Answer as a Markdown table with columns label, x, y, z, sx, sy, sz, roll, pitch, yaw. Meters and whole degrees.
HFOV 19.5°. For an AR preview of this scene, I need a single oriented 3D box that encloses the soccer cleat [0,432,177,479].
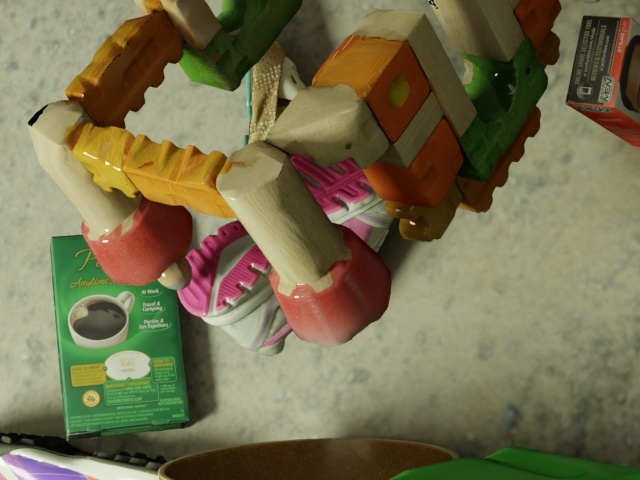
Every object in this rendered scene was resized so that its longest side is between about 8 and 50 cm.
| label | x | y | z | sx | sy | sz | roll | pitch | yaw |
| --- | --- | --- | --- | --- | --- | --- | --- | --- | --- |
| soccer cleat | -0.235 | 0.239 | 1.681 | 0.318 | 0.109 | 0.116 | 6 | 87 | 30 |

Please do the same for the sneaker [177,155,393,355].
| label | x | y | z | sx | sy | sz | roll | pitch | yaw |
| --- | --- | --- | --- | --- | --- | --- | --- | --- | --- |
| sneaker | 0.000 | 0.000 | 1.593 | 0.252 | 0.111 | 0.103 | -38 | 43 | -4 |

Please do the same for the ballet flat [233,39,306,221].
| label | x | y | z | sx | sy | sz | roll | pitch | yaw |
| --- | --- | --- | --- | --- | --- | --- | --- | --- | --- |
| ballet flat | -0.038 | -0.101 | 1.664 | 0.067 | 0.073 | 0.206 | 1 | 82 | 4 |

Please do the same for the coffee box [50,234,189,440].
| label | x | y | z | sx | sy | sz | roll | pitch | yaw |
| --- | --- | --- | --- | --- | --- | --- | --- | --- | --- |
| coffee box | -0.183 | 0.083 | 1.685 | 0.113 | 0.040 | 0.184 | -6 | 74 | -10 |

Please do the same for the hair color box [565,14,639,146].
| label | x | y | z | sx | sy | sz | roll | pitch | yaw |
| --- | --- | --- | --- | --- | --- | --- | --- | --- | --- |
| hair color box | 0.241 | -0.120 | 1.440 | 0.043 | 0.141 | 0.072 | 9 | 84 | 33 |

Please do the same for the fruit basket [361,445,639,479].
| label | x | y | z | sx | sy | sz | roll | pitch | yaw |
| --- | --- | --- | --- | --- | --- | --- | --- | --- | --- |
| fruit basket | 0.189 | 0.346 | 1.269 | 0.392 | 0.283 | 0.392 | 13 | 107 | 52 |

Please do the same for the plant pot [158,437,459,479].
| label | x | y | z | sx | sy | sz | roll | pitch | yaw |
| --- | --- | --- | --- | --- | --- | --- | --- | --- | --- |
| plant pot | -0.003 | 0.298 | 1.472 | 0.237 | 0.237 | 0.254 | 0 | 94 | 32 |

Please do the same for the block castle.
| label | x | y | z | sx | sy | sz | roll | pitch | yaw |
| --- | --- | --- | --- | --- | --- | --- | --- | --- | --- |
| block castle | 0.021 | -0.144 | 1.477 | 0.303 | 0.213 | 0.453 | 15 | 60 | 41 |
